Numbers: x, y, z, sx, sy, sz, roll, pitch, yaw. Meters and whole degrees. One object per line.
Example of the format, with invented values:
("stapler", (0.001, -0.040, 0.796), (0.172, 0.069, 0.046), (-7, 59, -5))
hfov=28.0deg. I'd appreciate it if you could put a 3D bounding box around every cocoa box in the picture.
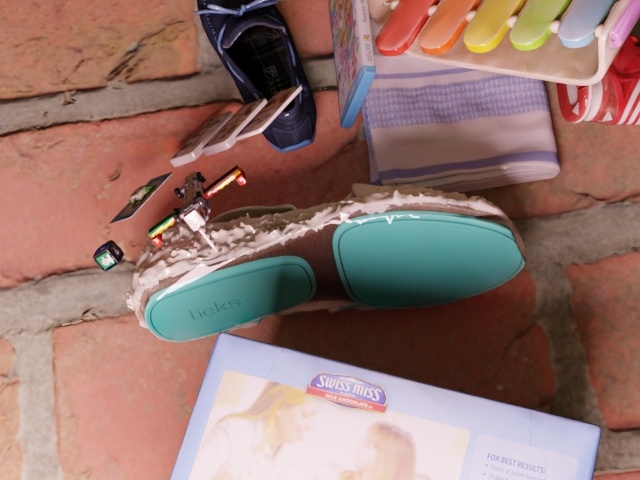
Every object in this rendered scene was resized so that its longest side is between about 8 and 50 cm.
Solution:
("cocoa box", (0.050, 0.255, 1.143), (0.347, 0.228, 0.231), (13, 68, 10))

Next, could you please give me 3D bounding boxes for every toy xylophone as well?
("toy xylophone", (0.213, -0.268, 1.365), (0.323, 0.081, 0.236), (7, 57, 34))

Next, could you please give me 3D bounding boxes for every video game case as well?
("video game case", (0.033, -0.225, 1.415), (0.015, 0.119, 0.166), (0, 65, -13))

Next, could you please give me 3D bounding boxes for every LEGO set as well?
("LEGO set", (-0.125, -0.054, 1.322), (0.060, 0.182, 0.244), (52, 56, -19))

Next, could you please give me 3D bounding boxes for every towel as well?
("towel", (0.144, -0.182, 1.434), (0.209, 0.034, 0.285), (-7, 66, 1))

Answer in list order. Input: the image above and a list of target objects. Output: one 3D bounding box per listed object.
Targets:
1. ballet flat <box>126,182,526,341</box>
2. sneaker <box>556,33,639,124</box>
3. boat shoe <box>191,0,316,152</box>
("ballet flat", (0.000, 0.000, 1.319), (0.409, 0.147, 0.147), (-9, 66, 1))
("sneaker", (0.323, -0.211, 1.422), (0.128, 0.087, 0.221), (10, 60, -15))
("boat shoe", (-0.065, -0.225, 1.440), (0.109, 0.089, 0.258), (-29, 67, -8))
